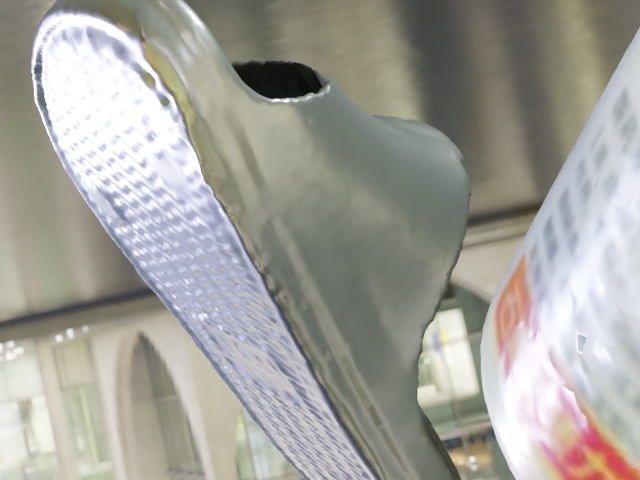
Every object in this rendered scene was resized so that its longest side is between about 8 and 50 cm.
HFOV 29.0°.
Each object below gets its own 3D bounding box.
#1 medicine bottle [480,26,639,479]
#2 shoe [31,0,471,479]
[{"bbox_3d":[0.216,-0.043,0.407,0.219,0.219,0.388,-10,142,-30],"label":"medicine bottle"},{"bbox_3d":[0.000,0.000,0.409,0.093,0.241,0.108,-43,-142,-20],"label":"shoe"}]
